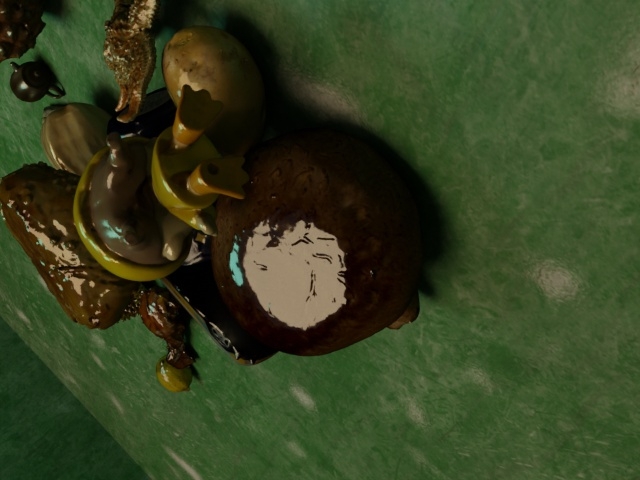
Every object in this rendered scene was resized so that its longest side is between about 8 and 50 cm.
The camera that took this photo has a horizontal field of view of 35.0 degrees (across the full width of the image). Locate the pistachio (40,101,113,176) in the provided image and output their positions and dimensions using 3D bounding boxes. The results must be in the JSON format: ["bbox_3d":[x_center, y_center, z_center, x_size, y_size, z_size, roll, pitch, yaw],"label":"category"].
[{"bbox_3d":[-0.433,-0.160,1.924,0.157,0.157,0.229,12,141,50],"label":"pistachio"}]

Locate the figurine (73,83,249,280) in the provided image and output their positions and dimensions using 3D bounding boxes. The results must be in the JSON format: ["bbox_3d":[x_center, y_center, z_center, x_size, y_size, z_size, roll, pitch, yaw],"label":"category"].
[{"bbox_3d":[-0.226,-0.075,1.429,0.344,0.187,0.215,-35,57,52],"label":"figurine"}]

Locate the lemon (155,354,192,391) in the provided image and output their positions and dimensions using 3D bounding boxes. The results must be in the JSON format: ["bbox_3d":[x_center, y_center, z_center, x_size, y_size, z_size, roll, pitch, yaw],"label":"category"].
[{"bbox_3d":[-0.360,0.331,2.511,0.110,0.082,0.082,53,153,-20],"label":"lemon"}]

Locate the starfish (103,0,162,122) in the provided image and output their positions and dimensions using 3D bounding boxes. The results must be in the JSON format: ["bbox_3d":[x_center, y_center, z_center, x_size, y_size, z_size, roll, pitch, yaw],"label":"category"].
[{"bbox_3d":[-0.285,-0.325,1.519,0.293,0.084,0.301,-160,74,-73],"label":"starfish"}]

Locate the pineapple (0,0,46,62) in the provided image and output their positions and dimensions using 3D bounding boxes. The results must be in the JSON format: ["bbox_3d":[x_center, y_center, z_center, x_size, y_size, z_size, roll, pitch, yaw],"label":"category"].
[{"bbox_3d":[-0.579,-0.484,1.704,0.223,0.223,0.357,35,137,25],"label":"pineapple"}]

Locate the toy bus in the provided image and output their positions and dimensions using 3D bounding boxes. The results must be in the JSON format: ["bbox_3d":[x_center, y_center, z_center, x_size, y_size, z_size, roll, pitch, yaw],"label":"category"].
[{"bbox_3d":[-0.195,0.060,1.856,0.386,0.171,0.162,47,167,8],"label":"toy bus"}]

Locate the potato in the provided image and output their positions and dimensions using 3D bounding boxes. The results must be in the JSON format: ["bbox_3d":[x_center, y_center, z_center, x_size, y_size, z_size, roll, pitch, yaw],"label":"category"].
[{"bbox_3d":[-0.147,-0.204,1.468,0.146,0.150,0.234,-5,143,13],"label":"potato"}]

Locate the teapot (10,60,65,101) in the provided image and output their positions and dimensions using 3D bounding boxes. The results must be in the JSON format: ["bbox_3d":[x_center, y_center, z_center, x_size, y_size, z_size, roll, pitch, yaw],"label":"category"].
[{"bbox_3d":[-0.566,-0.317,2.019,0.121,0.076,0.068,30,150,-23],"label":"teapot"}]

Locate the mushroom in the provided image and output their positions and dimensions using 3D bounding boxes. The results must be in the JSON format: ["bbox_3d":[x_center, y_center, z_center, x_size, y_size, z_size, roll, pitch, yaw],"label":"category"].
[{"bbox_3d":[-0.013,0.005,1.431,0.345,0.345,0.239,51,-167,-2],"label":"mushroom"}]

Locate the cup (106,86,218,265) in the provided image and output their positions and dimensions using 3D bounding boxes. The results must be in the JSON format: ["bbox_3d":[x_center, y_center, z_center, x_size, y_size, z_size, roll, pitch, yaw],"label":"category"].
[{"bbox_3d":[-0.263,-0.098,1.667,0.178,0.255,0.256,-91,-22,-65],"label":"cup"}]

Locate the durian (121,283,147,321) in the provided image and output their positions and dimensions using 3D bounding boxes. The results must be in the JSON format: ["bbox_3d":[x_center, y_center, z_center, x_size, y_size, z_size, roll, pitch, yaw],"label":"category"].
[{"bbox_3d":[-0.484,0.118,2.368,0.193,0.138,0.237,49,152,1],"label":"durian"}]

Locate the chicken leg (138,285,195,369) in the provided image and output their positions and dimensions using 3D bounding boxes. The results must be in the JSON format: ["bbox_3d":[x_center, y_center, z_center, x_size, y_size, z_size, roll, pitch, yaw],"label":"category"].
[{"bbox_3d":[-0.345,0.216,2.350,0.113,0.093,0.304,22,148,23],"label":"chicken leg"}]

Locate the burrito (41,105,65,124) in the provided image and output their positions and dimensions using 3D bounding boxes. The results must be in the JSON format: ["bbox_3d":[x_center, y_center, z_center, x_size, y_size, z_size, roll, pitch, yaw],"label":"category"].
[{"bbox_3d":[-0.532,-0.247,2.083,0.188,0.045,0.058,11,109,53],"label":"burrito"}]

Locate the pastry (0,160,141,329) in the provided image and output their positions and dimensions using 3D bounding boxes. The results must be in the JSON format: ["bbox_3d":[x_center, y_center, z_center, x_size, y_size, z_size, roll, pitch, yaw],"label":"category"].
[{"bbox_3d":[-0.410,-0.001,1.721,0.255,0.162,0.310,0,122,60],"label":"pastry"}]
